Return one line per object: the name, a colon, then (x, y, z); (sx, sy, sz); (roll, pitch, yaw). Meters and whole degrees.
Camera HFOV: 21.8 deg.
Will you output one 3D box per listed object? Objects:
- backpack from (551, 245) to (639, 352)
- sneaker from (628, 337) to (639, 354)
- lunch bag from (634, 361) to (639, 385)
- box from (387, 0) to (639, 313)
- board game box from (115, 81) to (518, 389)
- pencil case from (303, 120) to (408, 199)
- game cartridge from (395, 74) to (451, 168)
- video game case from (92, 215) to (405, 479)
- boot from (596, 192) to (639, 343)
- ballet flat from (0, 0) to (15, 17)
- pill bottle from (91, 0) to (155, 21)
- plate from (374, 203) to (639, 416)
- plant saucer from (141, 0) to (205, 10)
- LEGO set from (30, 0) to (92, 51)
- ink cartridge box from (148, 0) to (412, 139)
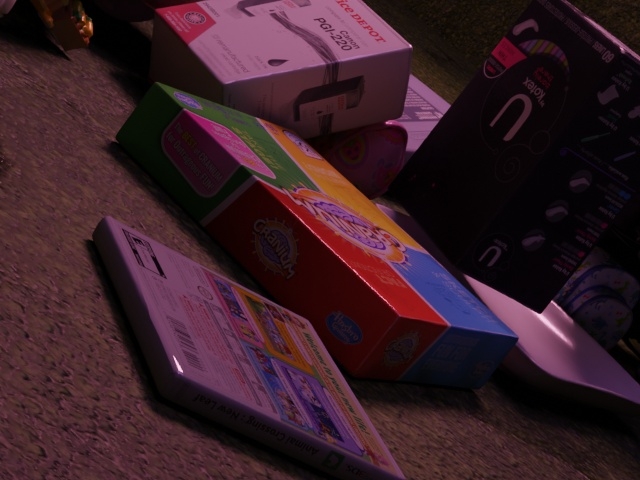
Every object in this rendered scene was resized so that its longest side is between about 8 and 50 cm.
backpack: (0.306, 0.072, 1.891); (0.105, 0.114, 0.084); (29, 15, -36)
sneaker: (0.433, 0.068, 2.212); (0.091, 0.126, 0.240); (22, 20, -48)
lunch bag: (0.476, 0.201, 1.944); (0.219, 0.090, 0.176); (34, 12, -13)
box: (0.225, -0.091, 1.694); (0.143, 0.270, 0.165); (27, 16, -37)
board game box: (0.000, 0.000, 1.447); (0.316, 0.064, 0.242); (44, 14, 26)
pencil case: (-0.021, -0.146, 1.802); (0.124, 0.124, 0.284); (22, 21, -49)
game cartridge: (0.072, -0.147, 2.053); (0.198, 0.062, 0.297); (46, 28, 24)
video game case: (-0.053, 0.078, 1.132); (0.193, 0.023, 0.212); (29, 14, -31)
boot: (0.468, -0.018, 1.912); (0.367, 0.445, 0.146); (16, 61, -11)
ballet flat: (-0.304, -0.233, 1.454); (0.079, 0.077, 0.221); (38, 8, -26)
pill bottle: (-0.232, -0.343, 1.900); (0.124, 0.124, 0.221); (29, 16, -32)
plate: (0.198, 0.084, 1.720); (0.277, 0.045, 0.278); (21, 20, -52)
plant saucer: (-0.152, -0.344, 1.772); (0.310, 0.050, 0.311); (31, 33, -23)
LEGO set: (-0.249, -0.297, 1.478); (0.287, 0.107, 0.132); (59, -7, -28)
ink cartridge box: (-0.040, -0.176, 1.663); (0.217, 0.092, 0.158); (-13, 41, -28)
